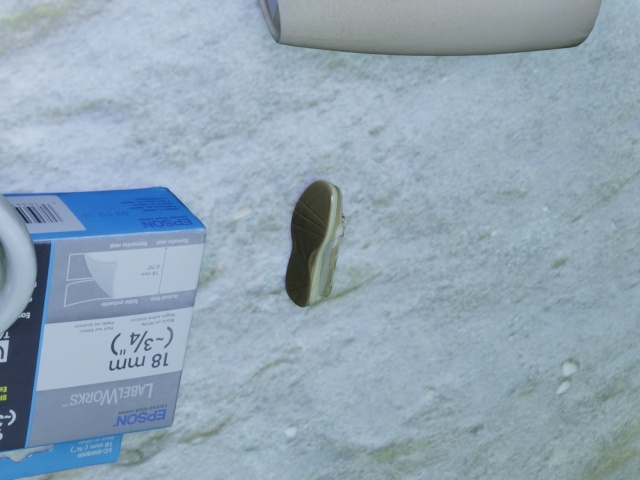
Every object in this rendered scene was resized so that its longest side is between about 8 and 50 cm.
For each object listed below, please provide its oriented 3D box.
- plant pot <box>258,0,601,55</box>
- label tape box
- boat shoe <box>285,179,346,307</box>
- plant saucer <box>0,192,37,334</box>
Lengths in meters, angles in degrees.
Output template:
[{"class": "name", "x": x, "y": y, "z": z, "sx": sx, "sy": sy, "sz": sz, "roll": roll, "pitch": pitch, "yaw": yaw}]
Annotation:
[{"class": "plant pot", "x": 0.079, "y": -0.269, "z": 1.191, "sx": 0.274, "sy": 0.256, "sz": 0.256, "roll": -15, "pitch": 126, "yaw": -8}, {"class": "label tape box", "x": -0.258, "y": 0.122, "z": 1.260, "sx": 0.241, "sy": 0.106, "sz": 0.333, "roll": -4, "pitch": 119, "yaw": -33}, {"class": "boat shoe", "x": 0.001, "y": 0.001, "z": 1.409, "sx": 0.048, "sy": 0.056, "sz": 0.153, "roll": -16, "pitch": 127, "yaw": -39}, {"class": "plant saucer", "x": -0.420, "y": -0.010, "z": 0.992, "sx": 0.400, "sy": 0.100, "sz": 0.400, "roll": -6, "pitch": 151, "yaw": -3}]
